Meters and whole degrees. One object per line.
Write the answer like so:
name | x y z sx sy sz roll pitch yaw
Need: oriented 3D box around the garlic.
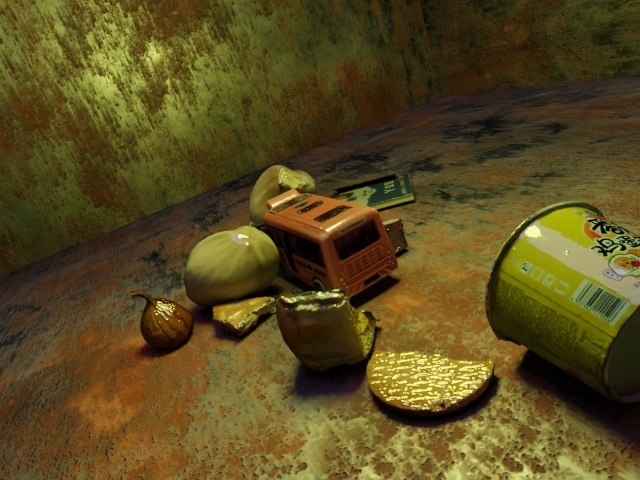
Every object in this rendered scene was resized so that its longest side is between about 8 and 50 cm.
garlic | -0.163 -0.159 1.911 0.340 0.231 0.246 -55 32 23

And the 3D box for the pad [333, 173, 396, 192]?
pad | 0.189 -0.237 1.941 0.265 0.009 0.159 -13 -1 13

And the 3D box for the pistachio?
pistachio | -0.262 0.083 1.313 0.332 0.226 0.208 -31 33 23

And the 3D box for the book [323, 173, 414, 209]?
book | 0.148 -0.158 1.806 0.428 0.039 0.300 -15 19 12

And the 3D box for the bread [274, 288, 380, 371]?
bread | 0.017 0.192 0.920 0.174 0.251 0.133 -11 65 16

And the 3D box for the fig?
fig | -0.436 0.191 1.223 0.146 0.201 0.133 -15 30 30

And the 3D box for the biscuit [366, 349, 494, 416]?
biscuit | 0.174 0.243 0.783 0.224 0.033 0.144 -5 27 33

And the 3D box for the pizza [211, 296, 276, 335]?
pizza | -0.201 0.198 1.199 0.182 0.062 0.161 -13 14 3

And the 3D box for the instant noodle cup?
instant noodle cup | 0.410 0.091 0.676 0.264 0.264 0.200 -24 29 -12

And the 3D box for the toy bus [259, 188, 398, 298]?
toy bus | 0.000 0.000 1.267 0.203 0.233 0.427 -28 23 -21

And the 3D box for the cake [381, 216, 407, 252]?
cake | 0.159 -0.006 1.380 0.116 0.112 0.295 -22 8 -13
